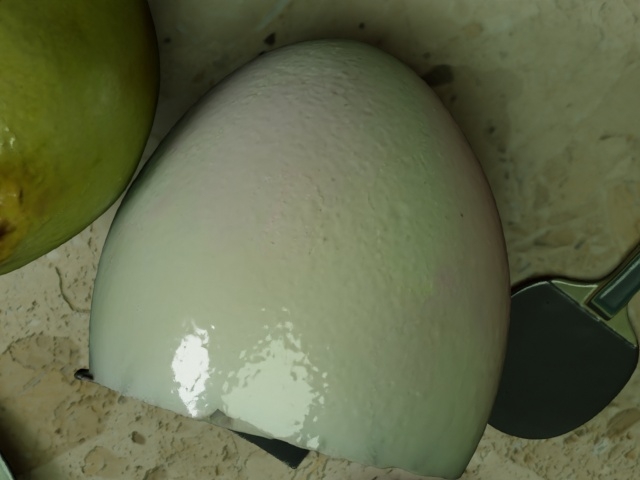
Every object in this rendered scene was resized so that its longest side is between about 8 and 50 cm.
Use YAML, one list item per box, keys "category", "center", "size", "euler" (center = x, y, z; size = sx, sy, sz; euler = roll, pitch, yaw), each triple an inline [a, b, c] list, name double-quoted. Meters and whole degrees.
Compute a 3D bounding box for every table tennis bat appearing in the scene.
- category: "table tennis bat"
  center: [0.245, 0.083, 1.591]
  size: [0.154, 0.021, 0.274]
  euler: [37, 114, -11]

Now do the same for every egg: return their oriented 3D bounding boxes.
- category: "egg"
  center: [0.000, 0.000, 1.418]
  size: [0.354, 0.354, 0.340]
  euler: [15, 88, -1]

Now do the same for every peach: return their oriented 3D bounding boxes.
- category: "peach"
  center: [-0.271, -0.130, 1.382]
  size: [0.281, 0.315, 0.314]
  euler: [-10, 114, 9]

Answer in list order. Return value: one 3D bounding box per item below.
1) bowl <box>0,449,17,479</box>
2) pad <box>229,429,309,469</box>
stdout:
- category: "bowl"
  center: [-0.475, 0.316, 1.624]
  size: [0.185, 0.354, 0.354]
  euler: [-14, 117, 52]
- category: "pad"
  center: [-0.020, 0.130, 1.644]
  size: [0.116, 0.004, 0.193]
  euler: [33, 111, -10]
